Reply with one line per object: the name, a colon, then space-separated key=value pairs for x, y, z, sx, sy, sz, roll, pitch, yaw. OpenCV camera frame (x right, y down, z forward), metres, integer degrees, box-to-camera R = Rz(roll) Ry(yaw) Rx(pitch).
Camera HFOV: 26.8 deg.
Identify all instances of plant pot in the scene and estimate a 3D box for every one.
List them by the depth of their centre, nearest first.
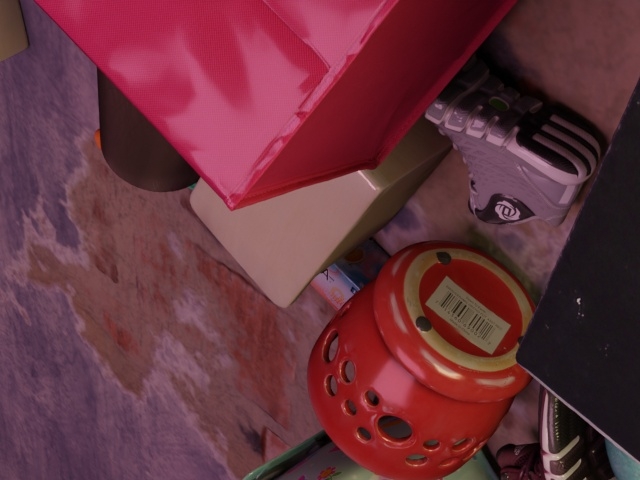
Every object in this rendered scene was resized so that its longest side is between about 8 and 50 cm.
plant pot: x=0.105 y=0.105 z=1.261 sx=0.191 sy=0.191 sz=0.174 roll=47 pitch=137 yaw=12

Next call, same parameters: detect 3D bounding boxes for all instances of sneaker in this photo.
sneaker: x=0.124 y=-0.084 z=1.155 sx=0.228 sy=0.086 sz=0.132 roll=38 pitch=146 yaw=22
sneaker: x=0.215 y=0.201 z=1.268 sx=0.162 sy=0.106 sz=0.281 roll=23 pitch=138 yaw=51

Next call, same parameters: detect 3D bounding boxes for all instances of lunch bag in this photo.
lunch bag: x=0.032 y=0.283 z=1.471 sx=0.262 sy=0.223 sz=0.160 roll=-17 pitch=100 yaw=58

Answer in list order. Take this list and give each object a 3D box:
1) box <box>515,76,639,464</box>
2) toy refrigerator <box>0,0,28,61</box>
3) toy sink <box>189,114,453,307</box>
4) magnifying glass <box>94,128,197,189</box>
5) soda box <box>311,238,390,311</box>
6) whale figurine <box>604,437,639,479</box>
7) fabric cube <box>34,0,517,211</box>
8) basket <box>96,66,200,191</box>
box: x=0.304 y=-0.058 z=0.739 sx=0.179 sy=0.312 sz=0.343 roll=40 pitch=144 yaw=21
toy refrigerator: x=-0.445 y=-0.347 z=1.628 sx=0.102 sy=0.094 sz=0.270 roll=28 pitch=139 yaw=34
toy sink: x=0.000 y=-0.069 z=1.281 sx=0.153 sy=0.131 sz=0.234 roll=49 pitch=142 yaw=9
magnifying glass: x=-0.192 y=-0.108 z=1.586 sx=0.231 sy=0.026 sz=0.092 roll=14 pitch=130 yaw=46
soda box: x=0.000 y=0.000 z=1.408 sx=0.183 sy=0.058 sz=0.063 roll=45 pitch=146 yaw=13
whale figurine: x=0.331 y=0.137 z=1.030 sx=0.272 sy=0.141 sz=0.216 roll=-39 pitch=77 yaw=50
fabric cube: x=-0.022 y=-0.212 z=0.991 sx=0.258 sy=0.254 sz=0.259 roll=46 pitch=115 yaw=11
basket: x=-0.154 y=-0.162 z=1.382 sx=0.204 sy=0.154 sz=0.227 roll=46 pitch=150 yaw=16
